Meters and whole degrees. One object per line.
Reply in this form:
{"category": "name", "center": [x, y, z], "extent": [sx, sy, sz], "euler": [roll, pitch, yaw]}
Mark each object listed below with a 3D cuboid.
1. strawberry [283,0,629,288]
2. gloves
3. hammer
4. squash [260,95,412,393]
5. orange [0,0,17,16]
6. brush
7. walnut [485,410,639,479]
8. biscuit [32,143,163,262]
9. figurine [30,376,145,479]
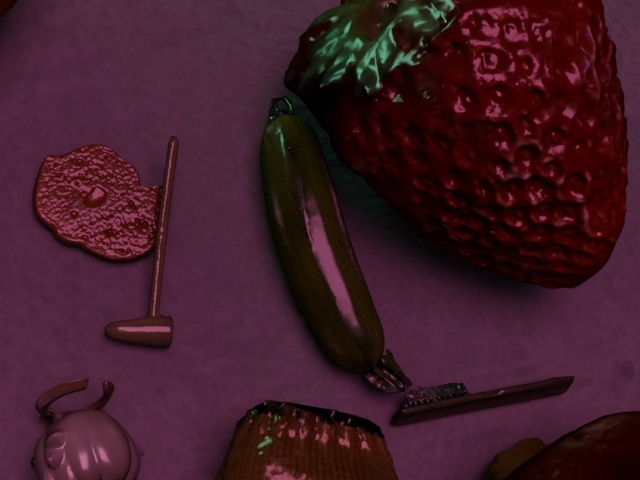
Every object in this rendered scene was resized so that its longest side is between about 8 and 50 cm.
{"category": "strawberry", "center": [0.157, -0.129, 1.107], "extent": [0.310, 0.292, 0.291], "euler": [34, 61, -33]}
{"category": "gloves", "center": [-0.010, 0.301, 0.946], "extent": [0.203, 0.155, 0.356], "euler": [15, 51, -20]}
{"category": "hammer", "center": [-0.156, -0.002, 1.065], "extent": [0.060, 0.028, 0.195], "euler": [8, 78, -15]}
{"category": "squash", "center": [-0.002, 0.001, 1.106], "extent": [0.080, 0.071, 0.318], "euler": [-15, 76, -24]}
{"category": "orange", "center": [-0.366, -0.291, 1.009], "extent": [0.261, 0.261, 0.261], "euler": [6, 69, -16]}
{"category": "brush", "center": [0.155, 0.147, 1.128], "extent": [0.190, 0.034, 0.027], "euler": [-7, 57, -19]}
{"category": "walnut", "center": [0.213, 0.272, 1.019], "extent": [0.269, 0.244, 0.221], "euler": [-39, 124, -33]}
{"category": "biscuit", "center": [-0.203, -0.034, 1.083], "extent": [0.130, 0.019, 0.102], "euler": [30, 65, -6]}
{"category": "figurine", "center": [-0.183, 0.187, 0.962], "extent": [0.132, 0.132, 0.153], "euler": [-13, 62, -22]}
